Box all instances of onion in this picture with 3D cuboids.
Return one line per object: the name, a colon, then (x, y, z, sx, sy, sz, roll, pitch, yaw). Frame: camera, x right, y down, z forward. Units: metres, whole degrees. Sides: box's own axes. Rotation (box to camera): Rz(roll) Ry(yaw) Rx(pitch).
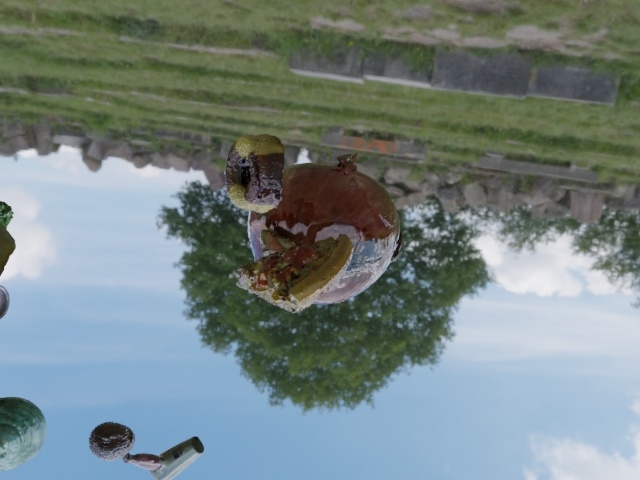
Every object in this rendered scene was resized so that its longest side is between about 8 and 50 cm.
onion: (0.007, -0.026, 1.290, 0.354, 0.353, 0.353, 7, -167, -2)

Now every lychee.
lychee: (-0.350, 0.336, 0.959, 0.068, 0.083, 0.067, -36, -120, -10)

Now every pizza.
pizza: (-0.058, 0.043, 0.865, 0.199, 0.062, 0.188, -9, -159, 31)

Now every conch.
conch: (-0.641, 0.375, 1.114, 0.196, 0.134, 0.202, 28, 144, -31)

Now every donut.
donut: (-0.114, -0.117, 0.976, 0.059, 0.140, 0.140, -1, -165, -37)

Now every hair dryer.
hair dryer: (-0.301, 0.405, 1.054, 0.154, 0.106, 0.054, 27, -151, -55)

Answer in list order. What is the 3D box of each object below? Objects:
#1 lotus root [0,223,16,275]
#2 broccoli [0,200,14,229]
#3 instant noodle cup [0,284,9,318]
lotus root: (-0.393, -0.011, 0.411, 0.314, 0.142, 0.210, 34, -167, -16)
broccoli: (-0.705, -0.017, 1.142, 0.195, 0.156, 0.195, -30, -165, 9)
instant noodle cup: (-0.836, 0.148, 1.374, 0.136, 0.127, 0.127, -1, -169, 13)
